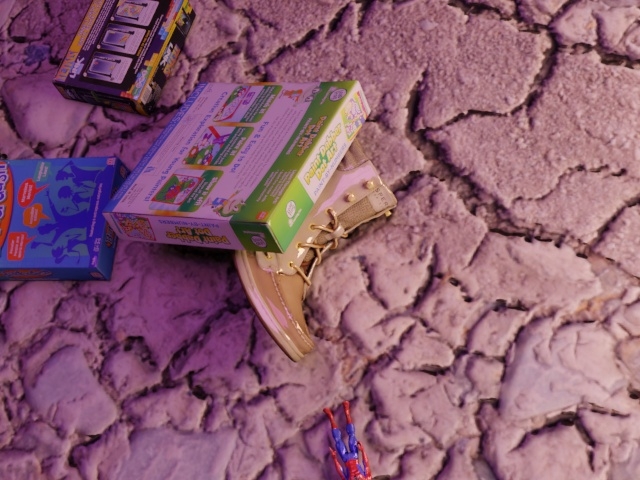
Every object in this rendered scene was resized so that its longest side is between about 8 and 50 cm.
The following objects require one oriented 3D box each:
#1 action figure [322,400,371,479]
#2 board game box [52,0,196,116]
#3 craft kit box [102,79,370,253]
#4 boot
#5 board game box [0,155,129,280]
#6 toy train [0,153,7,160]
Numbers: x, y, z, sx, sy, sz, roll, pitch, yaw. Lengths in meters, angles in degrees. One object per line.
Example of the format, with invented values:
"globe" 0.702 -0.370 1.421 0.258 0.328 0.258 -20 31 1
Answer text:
"action figure" 0.032 0.237 1.309 0.038 0.030 0.115 -18 64 0
"board game box" -0.268 -0.263 1.610 0.141 0.048 0.170 14 70 22
"craft kit box" -0.099 -0.096 1.412 0.247 0.061 0.250 3 47 35
"boot" 0.000 0.000 1.388 0.203 0.095 0.262 -24 52 3
"board game box" -0.364 -0.028 1.524 0.210 0.047 0.160 -2 65 15
"toy train" -0.488 -0.147 1.626 0.036 0.027 0.158 -48 63 2
